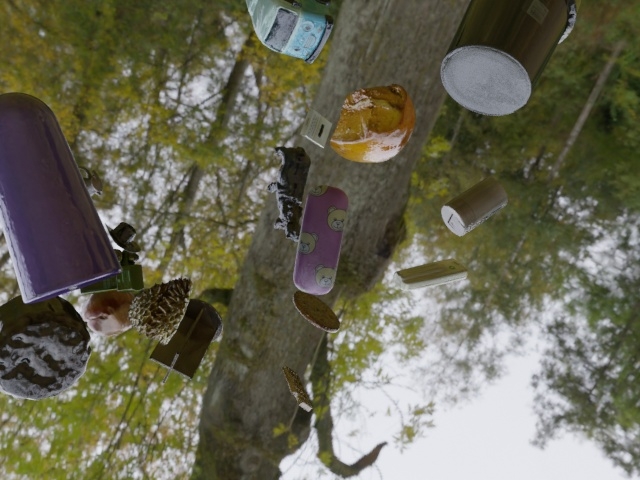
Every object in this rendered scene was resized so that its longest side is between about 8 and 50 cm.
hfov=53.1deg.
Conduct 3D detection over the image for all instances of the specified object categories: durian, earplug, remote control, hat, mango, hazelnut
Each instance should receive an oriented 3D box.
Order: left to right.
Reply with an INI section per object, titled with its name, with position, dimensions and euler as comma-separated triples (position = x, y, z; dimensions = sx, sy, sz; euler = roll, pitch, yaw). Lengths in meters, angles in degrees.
[earplug]
position = -0.609, -0.103, 1.403
dimensions = 0.215, 0.456, 0.215
euler = -19, -179, 0
[hazelnut]
position = -0.694, 0.228, 2.118
dimensions = 0.182, 0.182, 0.182
euler = 17, -158, -7
[hat]
position = -0.531, -0.018, 1.742
dimensions = 0.121, 0.050, 0.121
euler = 40, -177, -3
[durian]
position = -0.401, 0.180, 1.625
dimensions = 0.144, 0.252, 0.139
euler = 32, -147, 8
[mango]
position = 0.124, -0.292, 1.706
dimensions = 0.199, 0.201, 0.350
euler = 53, 163, -1
[remote control]
position = 0.333, 0.099, 1.948
dimensions = 0.230, 0.049, 0.090
euler = -10, -151, -23

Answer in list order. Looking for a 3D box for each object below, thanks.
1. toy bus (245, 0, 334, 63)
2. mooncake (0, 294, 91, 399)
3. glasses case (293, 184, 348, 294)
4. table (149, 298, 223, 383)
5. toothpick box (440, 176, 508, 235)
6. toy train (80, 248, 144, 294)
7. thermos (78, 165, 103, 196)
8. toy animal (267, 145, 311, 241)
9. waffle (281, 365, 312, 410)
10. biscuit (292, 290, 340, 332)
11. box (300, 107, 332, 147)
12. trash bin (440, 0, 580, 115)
[toy bus]
position = -0.083, -0.538, 1.422
dimensions = 0.164, 0.133, 0.271
euler = 2, -124, -29
[mooncake]
position = -0.789, 0.301, 1.781
dimensions = 0.290, 0.290, 0.161
euler = 4, -162, -35
[glasses case]
position = 0.000, 0.000, 1.837
dimensions = 0.123, 0.317, 0.076
euler = 11, -171, 6
[table]
position = -0.397, 0.301, 1.872
dimensions = 0.167, 0.167, 0.227
euler = 20, -149, -1
[toothpick box]
position = 0.468, -0.104, 1.957
dimensions = 0.180, 0.111, 0.111
euler = -32, -134, -17
[toy train]
position = -0.659, 0.099, 1.978
dimensions = 0.225, 0.137, 0.090
euler = -9, 177, 16
[thermos]
position = -0.903, -0.200, 2.366
dimensions = 0.193, 0.137, 0.105
euler = -17, -174, 16
[toy animal]
position = -0.110, -0.165, 2.270
dimensions = 0.106, 0.343, 0.168
euler = 8, 173, -37
[waffle]
position = -0.072, 0.450, 1.951
dimensions = 0.092, 0.021, 0.135
euler = 51, -173, -49
[biscuit]
position = -0.015, 0.231, 2.077
dimensions = 0.187, 0.027, 0.188
euler = 35, -164, -12
[box]
position = -0.012, -0.370, 2.125
dimensions = 0.024, 0.090, 0.167
euler = 20, -179, 22
[trash bin]
position = 0.374, -0.418, 1.241
dimensions = 0.214, 0.214, 0.334
euler = 23, -113, 11
